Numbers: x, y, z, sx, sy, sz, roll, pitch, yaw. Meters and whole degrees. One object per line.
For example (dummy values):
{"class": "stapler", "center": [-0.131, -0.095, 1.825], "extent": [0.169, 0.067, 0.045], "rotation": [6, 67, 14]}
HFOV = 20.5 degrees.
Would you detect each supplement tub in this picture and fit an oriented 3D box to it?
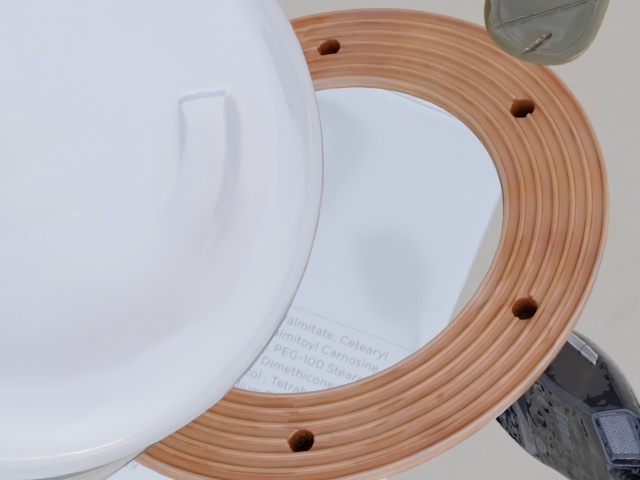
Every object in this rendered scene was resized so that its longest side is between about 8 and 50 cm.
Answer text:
{"class": "supplement tub", "center": [-0.151, 0.004, 0.693], "extent": [0.228, 0.316, 0.228], "rotation": [7, 70, -19]}

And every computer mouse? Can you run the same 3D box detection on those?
{"class": "computer mouse", "center": [0.190, 0.145, 1.089], "extent": [0.060, 0.262, 0.184], "rotation": [-27, 116, -17]}

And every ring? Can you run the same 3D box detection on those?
{"class": "ring", "center": [0.000, 0.000, 1.020], "extent": [0.336, 0.336, 0.032], "rotation": [-34, 142, -8]}

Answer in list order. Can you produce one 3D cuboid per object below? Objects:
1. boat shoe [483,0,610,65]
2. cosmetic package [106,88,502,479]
{"class": "boat shoe", "center": [0.095, -0.129, 0.585], "extent": [0.056, 0.048, 0.153], "rotation": [18, 131, 3]}
{"class": "cosmetic package", "center": [-0.071, 0.026, 1.545], "extent": [0.327, 0.329, 0.393], "rotation": [21, 94, -8]}
